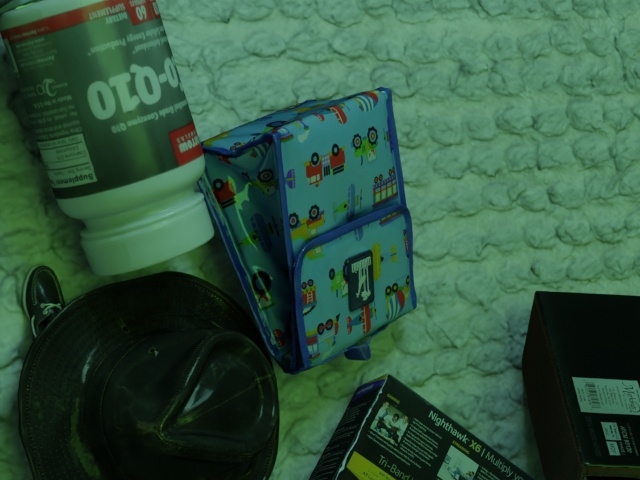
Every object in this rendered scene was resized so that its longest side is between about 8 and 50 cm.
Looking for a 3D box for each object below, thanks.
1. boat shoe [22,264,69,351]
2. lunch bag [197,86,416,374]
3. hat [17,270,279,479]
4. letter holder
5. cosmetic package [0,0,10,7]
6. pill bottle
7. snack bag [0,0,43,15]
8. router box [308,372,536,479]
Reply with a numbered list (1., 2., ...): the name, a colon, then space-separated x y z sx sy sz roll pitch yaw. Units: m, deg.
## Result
1. boat shoe: -0.281 0.086 1.548 0.046 0.038 0.125 4 78 -31
2. lunch bag: 0.000 0.000 1.682 0.221 0.138 0.293 -28 107 -49
3. hat: -0.136 0.178 1.540 0.331 0.134 0.331 8 77 -40
4. letter holder: 0.331 0.237 1.770 0.152 0.214 0.301 3 36 -6
5. cosmetic package: -0.400 -0.249 1.469 0.238 0.107 0.127 -38 99 -25
6. pill bottle: -0.213 -0.119 1.545 0.161 0.161 0.283 -24 103 -33
7. snack bag: -0.424 -0.355 1.553 0.343 0.037 0.323 -29 95 -29
8. router box: 0.126 0.338 1.691 0.309 0.081 0.243 37 60 -11
